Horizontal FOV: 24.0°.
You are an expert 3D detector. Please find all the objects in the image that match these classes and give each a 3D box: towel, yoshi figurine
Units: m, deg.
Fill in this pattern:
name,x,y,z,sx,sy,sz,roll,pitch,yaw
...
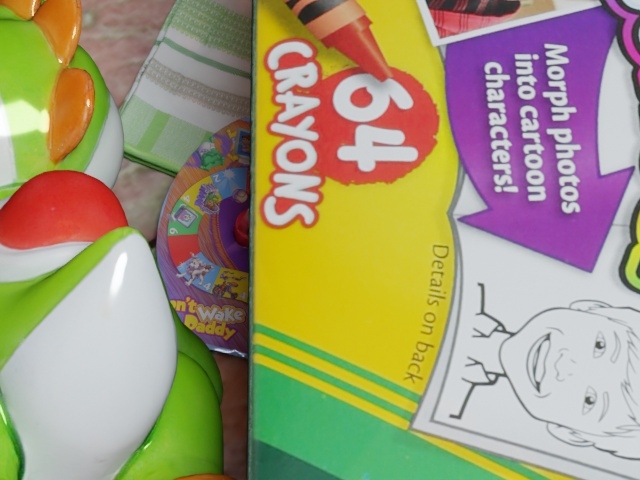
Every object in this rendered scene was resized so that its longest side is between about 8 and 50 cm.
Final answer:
name,x,y,z,sx,sy,sz,roll,pitch,yaw
towel,-0.041,-0.096,0.837,0.113,0.023,0.152,20,64,9
yoshi figurine,-0.153,0.037,0.685,0.203,0.203,0.362,-21,57,4

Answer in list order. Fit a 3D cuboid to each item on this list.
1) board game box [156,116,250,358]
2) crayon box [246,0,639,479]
name,x,y,z,sx,sy,sz,roll,pitch,yaw
board game box,0.000,0.000,0.772,0.168,0.033,0.133,14,67,-1
crayon box,0.130,-0.015,0.590,0.313,0.106,0.363,-1,61,0
